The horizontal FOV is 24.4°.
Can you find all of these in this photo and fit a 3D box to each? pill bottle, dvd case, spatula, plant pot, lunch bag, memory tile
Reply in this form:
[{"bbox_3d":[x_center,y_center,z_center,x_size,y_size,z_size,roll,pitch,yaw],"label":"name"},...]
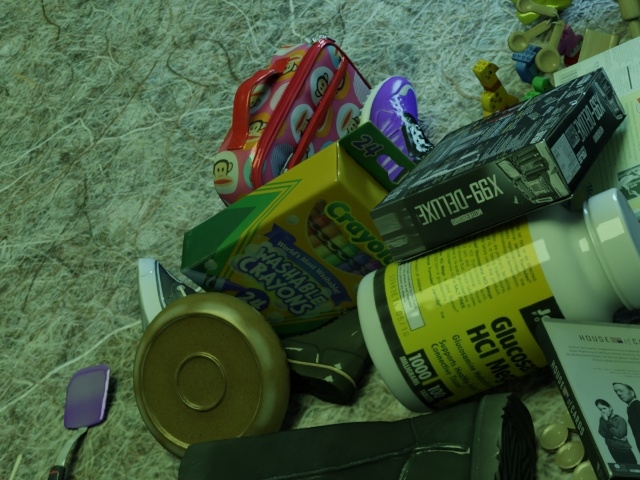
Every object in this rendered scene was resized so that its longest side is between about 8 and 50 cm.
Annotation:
[{"bbox_3d":[0.227,0.066,1.764,0.334,0.188,0.188,-24,40,18],"label":"pill bottle"},{"bbox_3d":[0.347,0.176,1.590,0.238,0.179,0.029,-106,28,-50],"label":"dvd case"},{"bbox_3d":[-0.366,0.311,2.125,0.084,0.030,0.296,-13,45,31],"label":"spatula"},{"bbox_3d":[-0.153,0.187,1.957,0.236,0.032,0.236,0,91,23],"label":"plant pot"},{"bbox_3d":[-0.033,-0.142,2.124,0.120,0.258,0.293,-1,52,39],"label":"lunch bag"},{"bbox_3d":[0.327,0.211,1.682,0.148,0.012,0.113,-40,38,-1],"label":"memory tile"}]

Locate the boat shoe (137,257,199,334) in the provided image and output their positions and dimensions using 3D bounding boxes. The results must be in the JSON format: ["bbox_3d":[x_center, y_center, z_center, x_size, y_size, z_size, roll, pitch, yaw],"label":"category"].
[{"bbox_3d":[-0.205,0.114,2.144,0.102,0.108,0.301,-7,27,-12],"label":"boat shoe"}]

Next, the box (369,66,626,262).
[{"bbox_3d":[0.225,-0.097,1.824,0.242,0.076,0.307,-23,12,30],"label":"box"}]

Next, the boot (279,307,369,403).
[{"bbox_3d":[-0.007,0.136,1.989,0.198,0.077,0.137,18,59,33],"label":"boot"}]

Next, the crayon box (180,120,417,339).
[{"bbox_3d":[0.000,0.000,1.960,0.323,0.203,0.083,-31,37,27],"label":"crayon box"}]

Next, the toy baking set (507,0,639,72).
[{"bbox_3d":[0.345,-0.348,2.050,0.197,0.256,0.030,-11,2,-8],"label":"toy baking set"}]

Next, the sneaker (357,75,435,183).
[{"bbox_3d":[0.130,-0.112,2.099,0.146,0.102,0.293,-10,54,32],"label":"sneaker"}]

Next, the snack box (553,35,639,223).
[{"bbox_3d":[0.411,-0.135,1.920,0.187,0.060,0.322,-22,41,23],"label":"snack box"}]

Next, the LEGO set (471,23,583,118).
[{"bbox_3d":[0.276,-0.231,2.098,0.227,0.093,0.087,-50,39,-14],"label":"LEGO set"}]

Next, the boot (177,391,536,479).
[{"bbox_3d":[0.009,0.357,1.678,0.445,0.146,0.367,-11,36,25],"label":"boot"}]

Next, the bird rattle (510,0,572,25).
[{"bbox_3d":[0.370,-0.418,2.127,0.253,0.207,0.143,-9,48,38],"label":"bird rattle"}]
